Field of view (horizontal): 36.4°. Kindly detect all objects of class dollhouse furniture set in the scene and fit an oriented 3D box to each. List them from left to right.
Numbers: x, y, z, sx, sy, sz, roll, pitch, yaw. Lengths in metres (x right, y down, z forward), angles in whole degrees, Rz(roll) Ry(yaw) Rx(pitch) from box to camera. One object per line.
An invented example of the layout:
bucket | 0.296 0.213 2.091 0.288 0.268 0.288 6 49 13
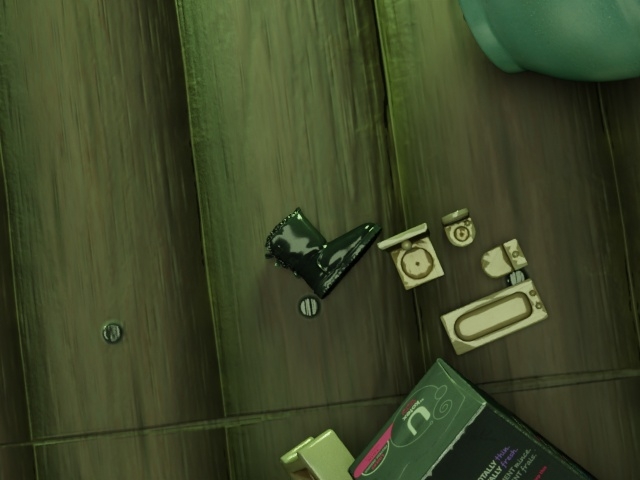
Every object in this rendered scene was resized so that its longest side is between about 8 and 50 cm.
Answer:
dollhouse furniture set | -0.058 0.334 1.059 0.259 0.262 0.135 -31 84 -26
dollhouse furniture set | 0.164 0.046 1.096 0.144 0.123 0.151 -24 84 6

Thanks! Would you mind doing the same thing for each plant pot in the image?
plant pot | 0.263 -0.292 1.044 0.196 0.293 0.292 -19 84 33

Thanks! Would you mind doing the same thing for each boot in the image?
boot | 0.000 0.000 1.164 0.099 0.045 0.121 43 94 11

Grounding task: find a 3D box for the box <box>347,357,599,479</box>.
box | 0.191 0.277 1.022 0.270 0.143 0.165 39 91 -18
